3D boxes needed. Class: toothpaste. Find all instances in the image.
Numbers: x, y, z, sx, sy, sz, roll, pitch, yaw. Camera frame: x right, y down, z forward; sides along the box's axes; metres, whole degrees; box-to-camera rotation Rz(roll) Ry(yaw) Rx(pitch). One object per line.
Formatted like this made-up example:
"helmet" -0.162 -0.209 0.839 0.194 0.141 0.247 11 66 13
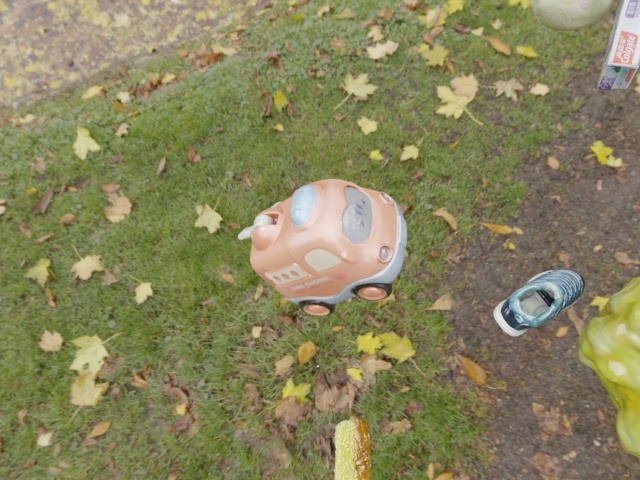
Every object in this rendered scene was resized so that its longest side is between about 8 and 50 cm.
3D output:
"toothpaste" 0.441 -0.301 0.629 0.040 0.047 0.196 17 67 22

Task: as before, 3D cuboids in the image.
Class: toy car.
"toy car" 0.000 0.000 0.757 0.271 0.212 0.180 -22 48 37

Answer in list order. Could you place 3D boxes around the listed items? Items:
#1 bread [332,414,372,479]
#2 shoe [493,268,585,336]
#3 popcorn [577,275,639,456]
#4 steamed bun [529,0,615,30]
"bread" 0.081 0.535 1.095 0.066 0.103 0.187 7 69 -25
"shoe" 0.317 0.081 0.624 0.143 0.071 0.063 -27 69 -10
"popcorn" 0.450 0.147 0.434 0.294 0.292 0.334 -19 114 12
"steamed bun" 0.411 -0.392 0.697 0.130 0.112 0.090 -26 40 32
